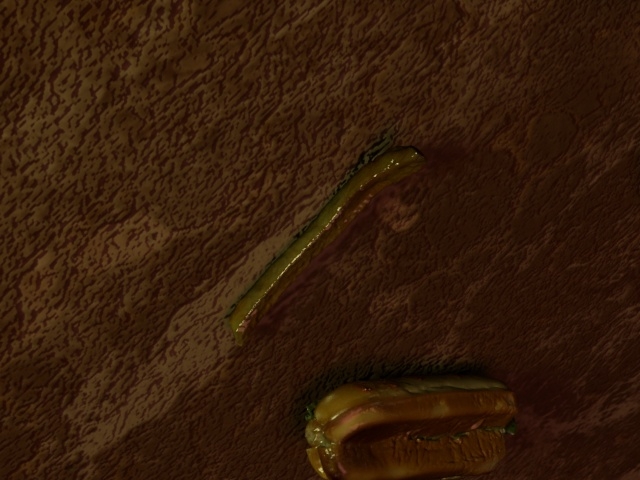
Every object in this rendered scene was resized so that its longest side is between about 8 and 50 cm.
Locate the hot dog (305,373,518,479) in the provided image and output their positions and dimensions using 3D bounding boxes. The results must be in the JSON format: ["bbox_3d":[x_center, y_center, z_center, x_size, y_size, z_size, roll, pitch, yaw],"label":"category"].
[{"bbox_3d":[0.083,0.165,1.237,0.250,0.076,0.104,-1,109,-44],"label":"hot dog"}]

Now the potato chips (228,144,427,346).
[{"bbox_3d":[0.000,0.000,1.028,0.204,0.037,0.026,-44,133,15],"label":"potato chips"}]
